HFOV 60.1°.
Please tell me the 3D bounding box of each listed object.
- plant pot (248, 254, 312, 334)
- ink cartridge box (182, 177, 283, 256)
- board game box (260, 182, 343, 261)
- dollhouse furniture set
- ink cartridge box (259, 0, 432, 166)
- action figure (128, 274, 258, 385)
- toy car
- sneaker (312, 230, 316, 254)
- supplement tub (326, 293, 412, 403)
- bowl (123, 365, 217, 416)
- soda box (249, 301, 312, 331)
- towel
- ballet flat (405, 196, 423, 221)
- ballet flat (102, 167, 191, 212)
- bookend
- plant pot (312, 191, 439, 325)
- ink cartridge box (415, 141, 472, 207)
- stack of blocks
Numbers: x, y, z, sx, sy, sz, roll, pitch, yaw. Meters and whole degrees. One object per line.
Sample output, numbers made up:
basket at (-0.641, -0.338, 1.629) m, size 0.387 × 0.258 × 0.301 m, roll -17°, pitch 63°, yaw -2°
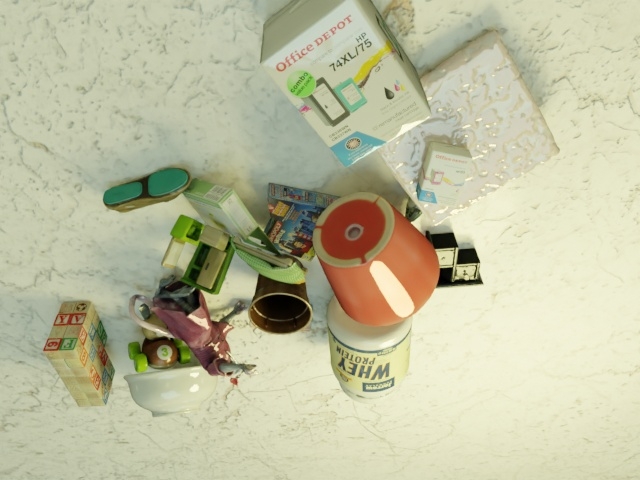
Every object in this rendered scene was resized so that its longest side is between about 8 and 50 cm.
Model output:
plant pot at (-0.104, 0.137, 1.482) m, size 0.167 × 0.165 × 0.167 m, roll -1°, pitch 132°, yaw -1°
ink cartridge box at (-0.211, -0.039, 1.328) m, size 0.171 × 0.056 × 0.235 m, roll 18°, pitch 149°, yaw 44°
board game box at (-0.065, -0.057, 1.377) m, size 0.194 × 0.060 × 0.194 m, roll 22°, pitch 128°, yaw -19°
dollhouse furniture set at (-0.200, 0.075, 1.306) m, size 0.301 × 0.151 × 0.197 m, roll 22°, pitch 175°, yaw 14°
ink cartridge box at (0.046, -0.326, 1.041) m, size 0.198 × 0.197 × 0.270 m, roll -29°, pitch 127°, yaw 22°
action figure at (-0.328, 0.282, 1.529) m, size 0.275 × 0.248 × 0.370 m, roll -23°, pitch 117°, yaw 4°
toy car at (-0.472, 0.267, 1.616) m, size 0.155 × 0.149 × 0.188 m, roll -5°, pitch 110°, yaw -31°
sneaker at (0.000, 0.000, 1.374) m, size 0.035 × 0.031 × 0.083 m, roll -8°, pitch 138°, yaw -13°
supplement tub at (0.141, 0.296, 1.589) m, size 0.235 × 0.235 × 0.325 m, roll -4°, pitch 132°, yaw 2°
bowl at (-0.446, 0.462, 1.694) m, size 0.298 × 0.134 × 0.298 m, roll -6°, pitch 167°, yaw -1°
soda box at (-0.116, 0.222, 1.632) m, size 0.183 × 0.058 × 0.063 m, roll 5°, pitch 132°, yaw -8°
towel at (0.301, -0.229, 1.200) m, size 0.332 × 0.053 × 0.317 m, roll -31°, pitch 114°, yaw 20°
ballet flat at (0.253, -0.124, 1.327) m, size 0.070 × 0.070 × 0.188 m, roll 30°, pitch 115°, yaw -26°
ballet flat at (-0.400, -0.116, 1.314) m, size 0.232 × 0.080 × 0.073 m, roll -10°, pitch 155°, yaw 13°
bookend at (0.360, 0.049, 1.481) m, size 0.157 × 0.072 × 0.156 m, roll -4°, pitch 132°, yaw 1°
plant pot at (0.117, 0.032, 1.292) m, size 0.275 × 0.275 × 0.243 m, roll -20°, pitch 144°, yaw 15°
ink cartridge box at (0.265, -0.142, 1.195) m, size 0.088 × 0.052 × 0.122 m, roll 10°, pitch 120°, yaw -1°
stack of blocks at (-0.701, 0.342, 1.643) m, size 0.087 × 0.171 × 0.297 m, roll -2°, pitch 133°, yaw 0°
